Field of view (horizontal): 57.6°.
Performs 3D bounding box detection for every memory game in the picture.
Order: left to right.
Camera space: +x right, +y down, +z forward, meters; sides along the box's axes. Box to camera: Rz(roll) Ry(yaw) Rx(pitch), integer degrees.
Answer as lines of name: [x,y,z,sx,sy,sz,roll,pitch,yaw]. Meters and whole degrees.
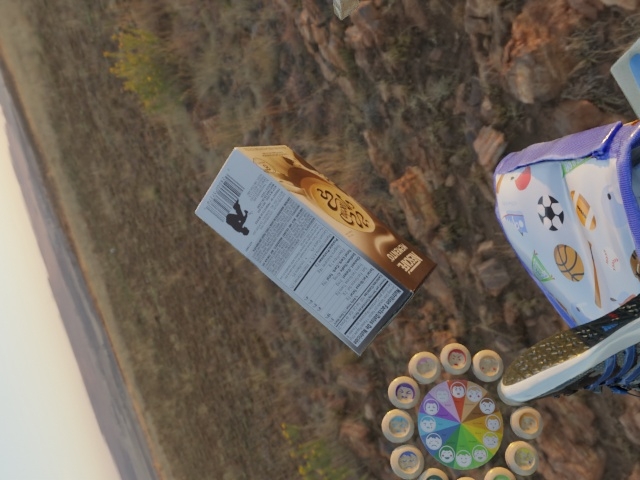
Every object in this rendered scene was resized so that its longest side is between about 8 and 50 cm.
memory game: [0.161,0.208,0.658,0.012,0.186,0.186,99,147,-71]

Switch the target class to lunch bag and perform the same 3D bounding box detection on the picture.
lunch bag: [0.416,0.017,0.723,0.385,0.239,0.328,46,176,-5]

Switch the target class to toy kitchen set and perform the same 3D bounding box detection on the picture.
toy kitchen set: [0.031,-0.366,0.792,0.075,0.068,0.083,53,178,13]

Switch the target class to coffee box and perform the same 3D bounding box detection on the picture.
coffee box: [0.000,0.000,0.816,0.297,0.168,0.118,39,111,10]

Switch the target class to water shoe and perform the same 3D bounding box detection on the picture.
water shoe: [0.264,0.110,0.513,0.080,0.203,0.073,59,-168,-2]

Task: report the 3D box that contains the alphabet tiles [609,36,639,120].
alphabet tiles: [0.262,-0.094,0.223,0.285,0.011,0.342,123,142,-51]
